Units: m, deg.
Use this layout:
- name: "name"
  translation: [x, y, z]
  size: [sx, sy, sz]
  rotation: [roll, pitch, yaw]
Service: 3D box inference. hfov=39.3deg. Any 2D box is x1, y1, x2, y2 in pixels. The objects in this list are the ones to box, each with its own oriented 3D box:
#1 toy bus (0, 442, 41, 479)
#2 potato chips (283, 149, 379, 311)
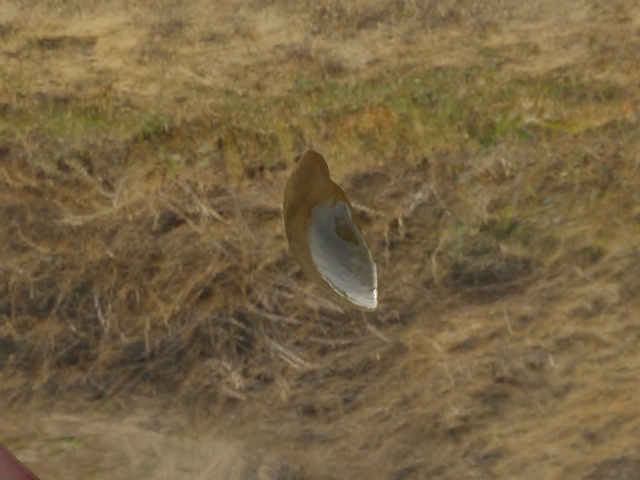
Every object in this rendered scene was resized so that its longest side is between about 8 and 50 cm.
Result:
- name: "toy bus"
  translation: [-0.199, 0.259, 0.585]
  size: [0.147, 0.302, 0.128]
  rotation: [-35, 148, -35]
- name: "potato chips"
  translation: [0.000, 0.000, 1.002]
  size: [0.061, 0.195, 0.208]
  rotation: [-27, -172, -14]
